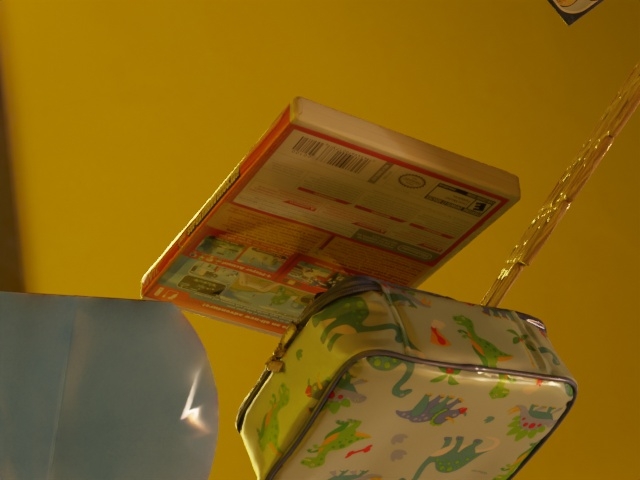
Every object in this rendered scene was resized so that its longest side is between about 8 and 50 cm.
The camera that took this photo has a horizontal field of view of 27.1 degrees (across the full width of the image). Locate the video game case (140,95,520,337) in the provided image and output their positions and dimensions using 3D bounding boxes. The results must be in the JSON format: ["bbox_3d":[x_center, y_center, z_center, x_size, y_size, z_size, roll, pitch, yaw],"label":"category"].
[{"bbox_3d":[0.000,0.000,1.097,0.204,0.025,0.285,17,-38,-24],"label":"video game case"}]

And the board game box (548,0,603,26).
[{"bbox_3d":[0.285,-0.323,1.304,0.201,0.035,0.136,-37,-65,19],"label":"board game box"}]

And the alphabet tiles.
[{"bbox_3d":[0.228,-0.075,1.122,0.011,0.342,0.285,34,2,5],"label":"alphabet tiles"}]

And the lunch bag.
[{"bbox_3d":[0.059,0.121,0.963,0.219,0.090,0.176,10,-53,-32],"label":"lunch bag"}]

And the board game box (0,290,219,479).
[{"bbox_3d":[-0.129,0.087,0.616,0.168,0.133,0.033,5,7,-32],"label":"board game box"}]
